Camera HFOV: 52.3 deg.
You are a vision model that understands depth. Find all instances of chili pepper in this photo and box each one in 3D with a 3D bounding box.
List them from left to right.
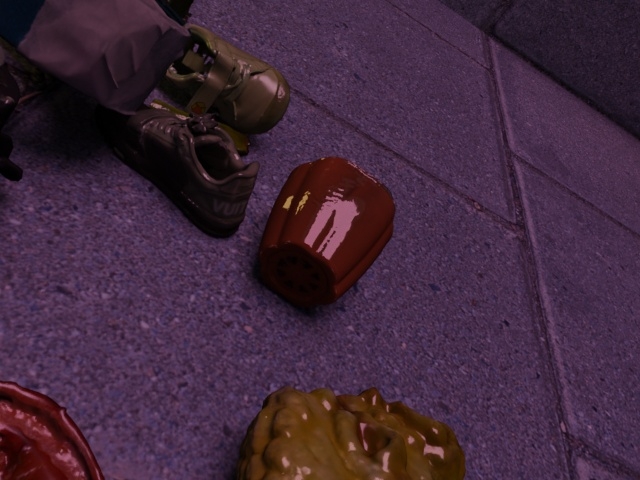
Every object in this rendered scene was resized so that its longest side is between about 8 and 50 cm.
[{"bbox_3d":[-0.200,-0.185,1.100,0.202,0.050,0.051,17,77,-31],"label":"chili pepper"}]

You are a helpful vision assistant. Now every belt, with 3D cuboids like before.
[{"bbox_3d":[-0.372,-0.359,0.880,0.436,0.173,0.300,41,11,16],"label":"belt"}]

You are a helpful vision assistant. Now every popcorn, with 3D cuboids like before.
[{"bbox_3d":[0.017,0.252,0.692,0.225,0.173,0.286,40,33,15],"label":"popcorn"}]

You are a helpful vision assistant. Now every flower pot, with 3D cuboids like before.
[{"bbox_3d":[0.000,0.000,0.971,0.191,0.190,0.173,35,48,-5],"label":"flower pot"}]

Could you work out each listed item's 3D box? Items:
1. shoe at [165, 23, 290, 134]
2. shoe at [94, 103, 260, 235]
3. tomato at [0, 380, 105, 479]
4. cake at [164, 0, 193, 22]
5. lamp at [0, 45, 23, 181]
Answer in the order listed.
[{"bbox_3d":[-0.185,-0.282,1.153,0.262,0.140,0.128,39,24,10],"label":"shoe"},{"bbox_3d":[-0.202,-0.151,0.967,0.293,0.149,0.109,44,37,7],"label":"shoe"},{"bbox_3d":[-0.281,0.231,0.510,0.228,0.101,0.228,17,41,-15],"label":"tomato"},{"bbox_3d":[-0.303,-0.528,1.205,0.158,0.283,0.172,34,51,-6],"label":"cake"},{"bbox_3d":[-0.430,-0.113,0.607,0.205,0.272,0.374,38,35,2],"label":"lamp"}]
